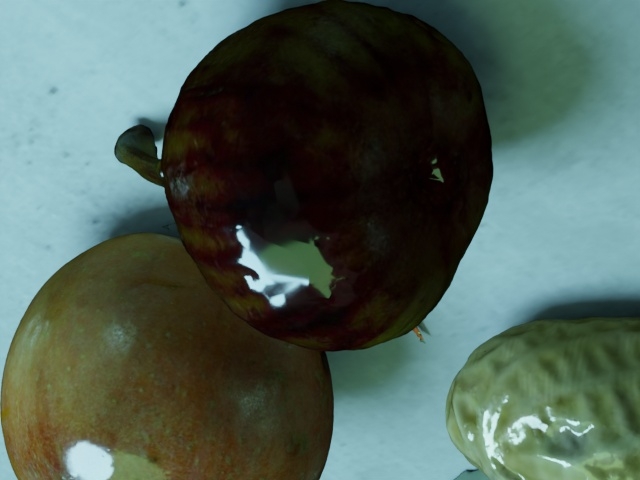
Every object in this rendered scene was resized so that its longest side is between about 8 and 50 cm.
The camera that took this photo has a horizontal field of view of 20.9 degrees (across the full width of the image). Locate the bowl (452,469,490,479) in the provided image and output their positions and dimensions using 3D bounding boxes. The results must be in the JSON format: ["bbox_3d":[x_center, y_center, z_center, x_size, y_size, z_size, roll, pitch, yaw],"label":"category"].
[{"bbox_3d":[0.188,0.293,1.477,0.211,0.112,0.211,11,140,9],"label":"bowl"}]

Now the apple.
[{"bbox_3d":[-0.114,0.115,1.325,0.253,0.253,0.253,12,141,10],"label":"apple"}]

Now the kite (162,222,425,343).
[{"bbox_3d":[0.000,-0.001,1.291,0.222,0.008,0.125,24,141,-5],"label":"kite"}]

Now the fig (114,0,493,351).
[{"bbox_3d":[-0.036,-0.043,1.142,0.217,0.217,0.321,46,156,-28],"label":"fig"}]

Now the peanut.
[{"bbox_3d":[0.243,0.130,1.224,0.325,0.153,0.140,7,126,28],"label":"peanut"}]
